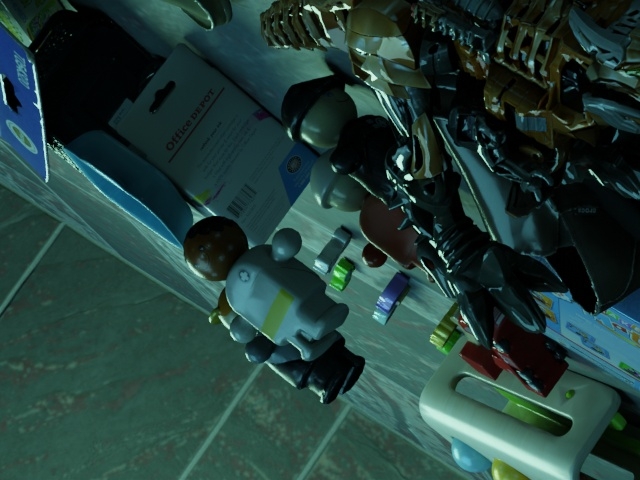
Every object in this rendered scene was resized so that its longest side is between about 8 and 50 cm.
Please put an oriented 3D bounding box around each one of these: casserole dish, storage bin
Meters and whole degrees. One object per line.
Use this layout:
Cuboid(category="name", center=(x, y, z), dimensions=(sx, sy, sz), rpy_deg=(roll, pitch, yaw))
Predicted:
Cuboid(category="casserole dish", center=(-0.167, -0.048, 1.456), dimensions=(0.114, 0.037, 0.188), rpy_deg=(35, 171, 14))
Cuboid(category="storage bin", center=(-0.208, -0.128, 1.575), dimensions=(0.180, 0.122, 0.084), rpy_deg=(41, 168, -34))

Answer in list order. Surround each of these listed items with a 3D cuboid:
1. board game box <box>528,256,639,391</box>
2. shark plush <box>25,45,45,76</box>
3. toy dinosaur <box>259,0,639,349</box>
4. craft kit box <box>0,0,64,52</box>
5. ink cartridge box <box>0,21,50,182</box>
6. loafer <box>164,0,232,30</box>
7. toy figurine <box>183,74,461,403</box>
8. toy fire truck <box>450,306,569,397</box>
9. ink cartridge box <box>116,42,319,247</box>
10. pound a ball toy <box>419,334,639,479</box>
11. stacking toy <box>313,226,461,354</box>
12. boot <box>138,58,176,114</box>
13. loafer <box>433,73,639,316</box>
Cuboid(category="board game box", center=(0.228, 0.062, 1.277), dimensions=(0.160, 0.039, 0.211), rpy_deg=(31, 171, 17))
Cuboid(category="shark plush", center=(-0.343, -0.198, 1.916), dimensions=(0.067, 0.073, 0.161), rpy_deg=(64, -170, 28))
Cuboid(category="toy dinosaur", center=(0.085, -0.092, 0.826), dimensions=(0.218, 0.164, 0.322), rpy_deg=(59, 176, -35))
Cuboid(category="craft kit box", center=(-0.378, -0.300, 1.524), dimensions=(0.247, 0.061, 0.250), rpy_deg=(30, 170, 14))
Cuboid(category="ink cartridge box", center=(-0.387, -0.199, 1.465), dimensions=(0.330, 0.071, 0.324), rpy_deg=(45, 163, 8))
Cuboid(category="loafer", center=(-0.127, -0.198, 1.170), dimensions=(0.148, 0.050, 0.056), rpy_deg=(39, 170, -26))
Cuboid(category="toy figurine", center=(0.000, 0.000, 1.242), dimensions=(0.148, 0.209, 0.213), rpy_deg=(38, 171, 18))
Cuboid(category="toy fire truck", center=(0.176, 0.097, 1.609), dimensions=(0.135, 0.047, 0.192), rpy_deg=(28, 168, 42))
Cuboid(category="ink cartridge box", center=(-0.100, -0.087, 1.462), dimensions=(0.181, 0.104, 0.061), rpy_deg=(40, 170, -26))
Cuboid(category="pound a ball toy", center=(0.270, 0.238, 1.717), dimensions=(0.208, 0.135, 0.319), rpy_deg=(41, 169, -31))
Cuboid(category="stacking toy", center=(0.077, 0.070, 1.798), dimensions=(0.167, 0.052, 0.221), rpy_deg=(33, 171, 8))
Cuboid(category="boot", center=(-0.119, -0.112, 1.544), dimensions=(0.099, 0.045, 0.121), rpy_deg=(7, -121, -48))
Cuboid(category="loafer", center=(0.137, -0.025, 1.033), dimensions=(0.220, 0.078, 0.080), rpy_deg=(38, 170, -21))
